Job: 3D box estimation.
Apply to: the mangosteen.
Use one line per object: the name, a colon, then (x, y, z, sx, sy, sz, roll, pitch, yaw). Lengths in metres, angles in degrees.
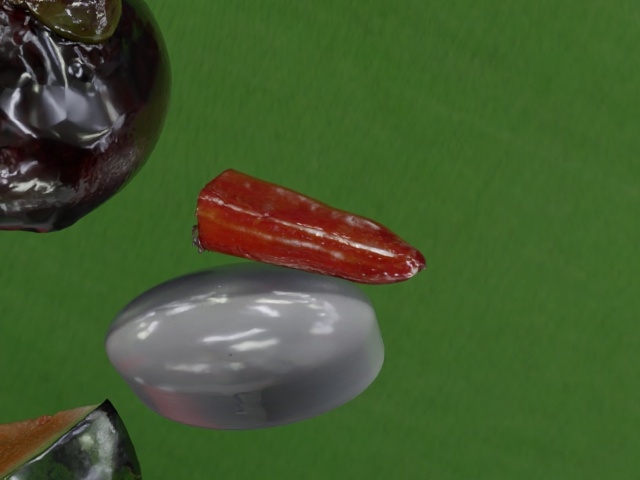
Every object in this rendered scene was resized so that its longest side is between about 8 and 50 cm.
mangosteen: (-0.275, -0.150, 1.788, 0.297, 0.297, 0.293, 45, 147, -18)

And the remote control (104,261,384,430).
remote control: (-0.059, 0.092, 1.654, 0.221, 0.103, 0.332, -10, 163, 2)

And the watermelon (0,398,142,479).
watermelon: (-0.229, 0.212, 1.498, 0.137, 0.145, 0.193, 24, 131, 15)

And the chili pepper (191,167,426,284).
chili pepper: (-0.001, -0.002, 1.408, 0.169, 0.088, 0.065, 15, 97, 22)
